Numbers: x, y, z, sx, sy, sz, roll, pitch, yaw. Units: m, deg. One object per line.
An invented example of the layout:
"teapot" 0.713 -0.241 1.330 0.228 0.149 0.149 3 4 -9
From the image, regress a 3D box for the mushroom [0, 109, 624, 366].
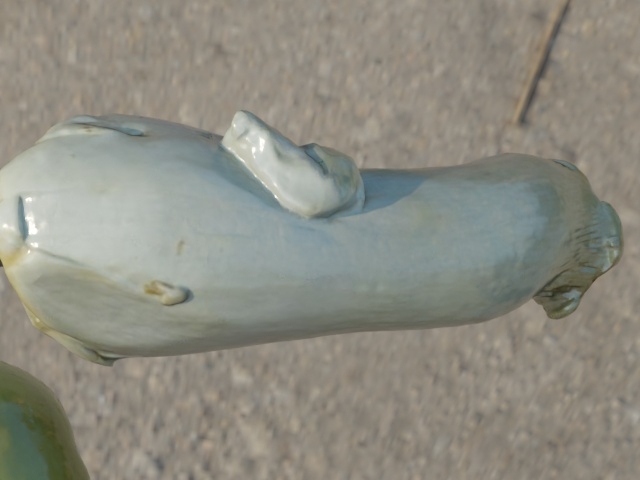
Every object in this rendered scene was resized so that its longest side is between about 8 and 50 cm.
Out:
"mushroom" 0.000 0.000 0.776 0.278 0.096 0.099 0 91 -23

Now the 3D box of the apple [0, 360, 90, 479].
"apple" -0.332 0.234 1.688 0.254 0.292 0.292 -15 61 -15
